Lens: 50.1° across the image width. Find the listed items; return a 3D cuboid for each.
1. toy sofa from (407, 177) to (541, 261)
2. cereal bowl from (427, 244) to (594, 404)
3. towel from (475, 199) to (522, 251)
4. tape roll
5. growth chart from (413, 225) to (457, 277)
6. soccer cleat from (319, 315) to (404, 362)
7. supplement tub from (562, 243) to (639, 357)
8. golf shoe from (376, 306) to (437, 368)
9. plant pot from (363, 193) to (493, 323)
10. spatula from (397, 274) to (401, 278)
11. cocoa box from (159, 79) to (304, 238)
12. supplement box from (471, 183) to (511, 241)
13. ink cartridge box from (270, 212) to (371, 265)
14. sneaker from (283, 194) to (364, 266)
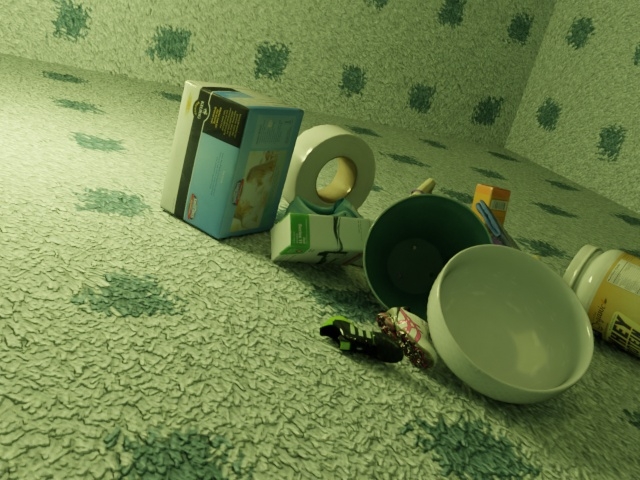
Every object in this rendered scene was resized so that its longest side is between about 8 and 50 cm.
[{"bbox_3d":[0.374,-0.007,1.750,0.363,0.177,0.150,39,52,15],"label":"toy sofa"},{"bbox_3d":[0.362,0.180,1.381,0.339,0.141,0.338,11,51,-14],"label":"cereal bowl"},{"bbox_3d":[0.540,0.028,1.931,0.285,0.034,0.209,46,17,-27],"label":"towel"},{"bbox_3d":[0.022,-0.193,2.027,0.286,0.286,0.100,0,24,-37],"label":"tape roll"},{"bbox_3d":[0.294,0.035,1.729,0.172,0.237,0.021,19,45,34],"label":"growth chart"},{"bbox_3d":[0.078,0.201,1.337,0.179,0.060,0.072,21,29,33],"label":"soccer cleat"},{"bbox_3d":[0.780,0.159,1.717,0.316,0.228,0.228,28,23,33],"label":"supplement tub"},{"bbox_3d":[0.190,0.188,1.392,0.086,0.067,0.186,-22,34,-16],"label":"golf shoe"},{"bbox_3d":[0.236,0.051,1.591,0.291,0.290,0.195,16,-7,0],"label":"plant pot"},{"bbox_3d":[0.320,0.135,1.726,0.297,0.030,0.084,22,22,18],"label":"spatula"},{"bbox_3d":[-0.230,-0.210,1.777,0.228,0.346,0.231,27,22,28],"label":"cocoa box"},{"bbox_3d":[0.492,-0.046,2.040,0.080,0.233,0.078,8,10,-26],"label":"supplement box"},{"bbox_3d":[0.000,0.000,1.651,0.209,0.086,0.153,4,-17,-20],"label":"ink cartridge box"},{"bbox_3d":[0.081,-0.029,1.815,0.366,0.150,0.135,12,21,-9],"label":"sneaker"}]
